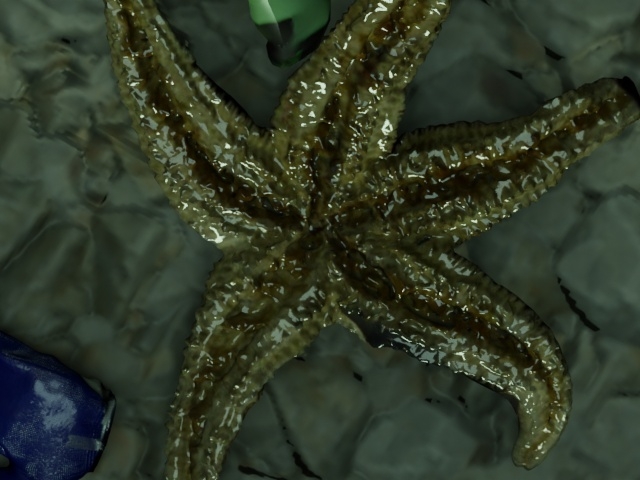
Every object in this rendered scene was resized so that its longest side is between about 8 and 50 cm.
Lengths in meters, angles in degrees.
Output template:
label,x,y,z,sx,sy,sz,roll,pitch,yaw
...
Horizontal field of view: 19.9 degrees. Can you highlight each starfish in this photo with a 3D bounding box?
label,x,y,z,sx,sy,sz,roll,pitch,yaw
starfish,0.000,-0.002,0.599,0.213,0.057,0.238,33,101,-8

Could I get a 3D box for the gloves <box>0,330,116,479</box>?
label,x,y,z,sx,sy,sz,roll,pitch,yaw
gloves,-0.115,0.060,0.618,0.086,0.026,0.064,22,99,-5

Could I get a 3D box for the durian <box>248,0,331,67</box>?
label,x,y,z,sx,sy,sz,roll,pitch,yaw
durian,0.013,-0.165,0.515,0.198,0.159,0.146,-26,142,-15
